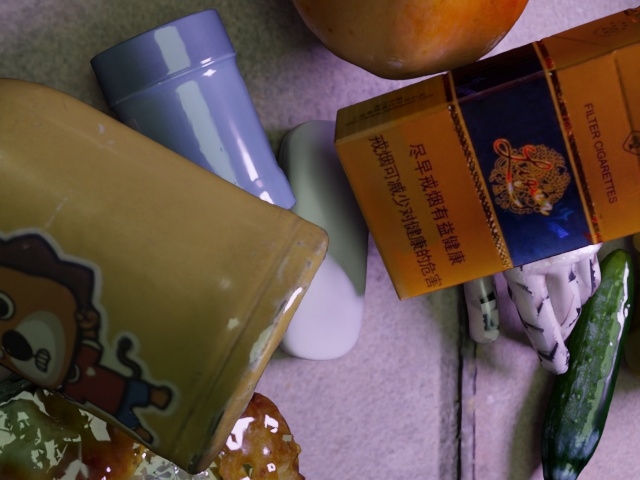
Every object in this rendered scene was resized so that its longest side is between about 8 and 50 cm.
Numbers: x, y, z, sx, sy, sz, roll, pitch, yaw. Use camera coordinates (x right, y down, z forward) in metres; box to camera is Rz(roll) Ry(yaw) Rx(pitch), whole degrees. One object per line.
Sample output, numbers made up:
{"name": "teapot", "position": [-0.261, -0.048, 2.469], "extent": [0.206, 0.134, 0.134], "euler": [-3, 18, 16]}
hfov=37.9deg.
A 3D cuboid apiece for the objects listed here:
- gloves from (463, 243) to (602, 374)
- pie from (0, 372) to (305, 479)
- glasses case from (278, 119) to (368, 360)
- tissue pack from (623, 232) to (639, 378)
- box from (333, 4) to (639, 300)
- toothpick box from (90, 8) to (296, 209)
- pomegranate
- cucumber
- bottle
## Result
{"name": "gloves", "position": [0.189, 0.017, 0.811], "extent": [0.127, 0.111, 0.212], "euler": [-20, 92, -25]}
{"name": "pie", "position": [-0.165, 0.231, 0.655], "extent": [0.354, 0.103, 0.288], "euler": [-35, 103, -27]}
{"name": "glasses case", "position": [0.000, 0.000, 0.754], "extent": [0.074, 0.049, 0.194], "euler": [2, 88, -24]}
{"name": "tissue pack", "position": [0.367, 0.054, 0.875], "extent": [0.127, 0.123, 0.178], "euler": [6, 87, -20]}
{"name": "box", "position": [0.146, -0.059, 0.698], "extent": [0.237, 0.070, 0.152], "euler": [-19, 118, 12]}
{"name": "toothpick box", "position": [-0.092, -0.079, 0.686], "extent": [0.101, 0.101, 0.153], "euler": [-26, 102, -21]}
{"name": "pomegranate", "position": [0.064, -0.224, 0.700], "extent": [0.209, 0.209, 0.209], "euler": [0, 90, -24]}
{"name": "cucumber", "position": [0.244, 0.128, 0.861], "extent": [0.056, 0.056, 0.250], "euler": [22, 81, -22]}
{"name": "bottle", "position": [-0.184, -0.009, 0.579], "extent": [0.351, 0.171, 0.172], "euler": [27, 79, 1]}
